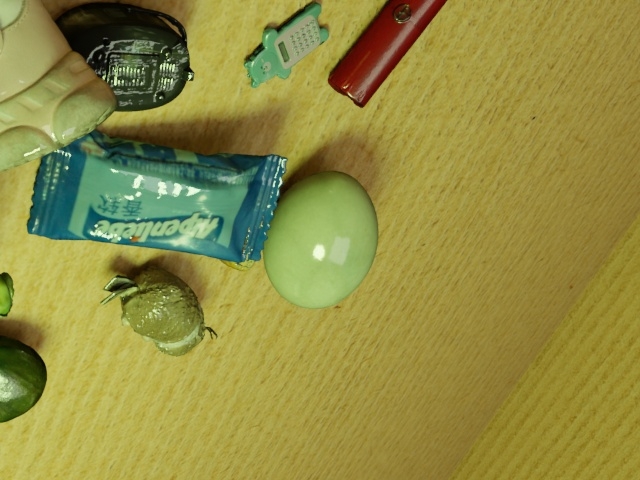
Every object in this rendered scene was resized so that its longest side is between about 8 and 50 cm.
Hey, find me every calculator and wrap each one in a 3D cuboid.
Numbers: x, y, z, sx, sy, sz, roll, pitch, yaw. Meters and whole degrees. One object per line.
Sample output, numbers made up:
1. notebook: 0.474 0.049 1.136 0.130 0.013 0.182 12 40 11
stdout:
1. calculator: -0.048 -0.270 1.072 0.141 0.019 0.094 -39 148 -9

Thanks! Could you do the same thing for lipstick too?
1. lipstick: 0.122 -0.326 1.144 0.280 0.073 0.073 -51 145 8

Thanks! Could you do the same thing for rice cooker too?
1. rice cooker: -0.228 -0.209 0.880 0.165 0.106 0.112 -6 127 -28

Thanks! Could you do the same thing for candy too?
1. candy: -0.210 -0.059 1.027 0.331 0.077 0.187 8 122 -23

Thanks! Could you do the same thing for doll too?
1. doll: -0.250 0.099 1.177 0.114 0.105 0.221 -9 144 23

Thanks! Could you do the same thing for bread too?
1. bread: -0.144 0.003 1.180 0.053 0.106 0.072 -35 145 -15

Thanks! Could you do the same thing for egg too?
1. egg: 0.000 0.000 1.251 0.186 0.186 0.253 -14 139 -36

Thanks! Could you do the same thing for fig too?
1. fig: -0.460 0.171 1.045 0.117 0.117 0.177 -42 129 -4

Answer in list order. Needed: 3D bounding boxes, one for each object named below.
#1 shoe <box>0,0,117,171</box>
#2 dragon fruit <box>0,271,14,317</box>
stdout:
1. shoe: -0.392 -0.144 0.746 0.350 0.172 0.198 -21 106 -2
2. dragon fruit: -0.424 0.066 0.832 0.200 0.269 0.198 76 35 -55
